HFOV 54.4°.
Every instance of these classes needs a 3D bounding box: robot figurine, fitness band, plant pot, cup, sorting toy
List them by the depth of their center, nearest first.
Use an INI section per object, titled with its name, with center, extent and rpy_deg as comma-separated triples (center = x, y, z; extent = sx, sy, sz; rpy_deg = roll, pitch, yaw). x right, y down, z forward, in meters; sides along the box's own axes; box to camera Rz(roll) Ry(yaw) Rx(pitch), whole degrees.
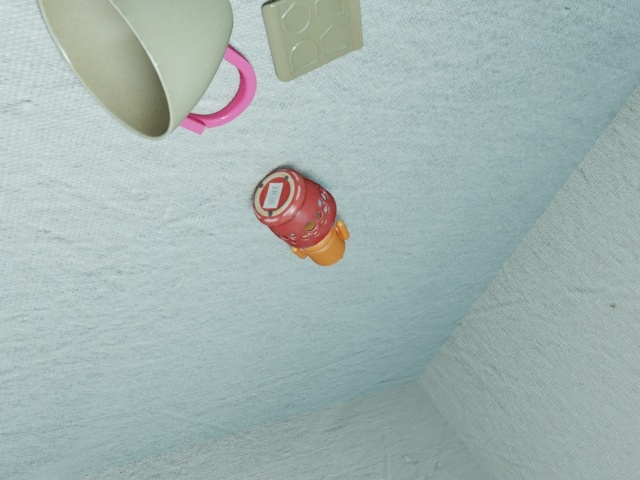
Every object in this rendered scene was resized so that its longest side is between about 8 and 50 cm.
[cup]
center = -0.295, -0.381, 1.112
extent = 0.237, 0.331, 0.331
rpy_deg = -44, 151, -26
[fitness band]
center = -0.266, -0.347, 1.371
extent = 0.209, 0.054, 0.291
rpy_deg = -48, 146, 15
[sorting toy]
center = -0.021, -0.523, 1.405
extent = 0.229, 0.041, 0.307
rpy_deg = -25, 144, -10
[plant pot]
center = -0.075, -0.093, 1.724
extent = 0.191, 0.191, 0.174
rpy_deg = -44, 143, 9
[robot figurine]
center = 0.002, -0.001, 1.956
extent = 0.219, 0.158, 0.128
rpy_deg = 48, 53, -56
